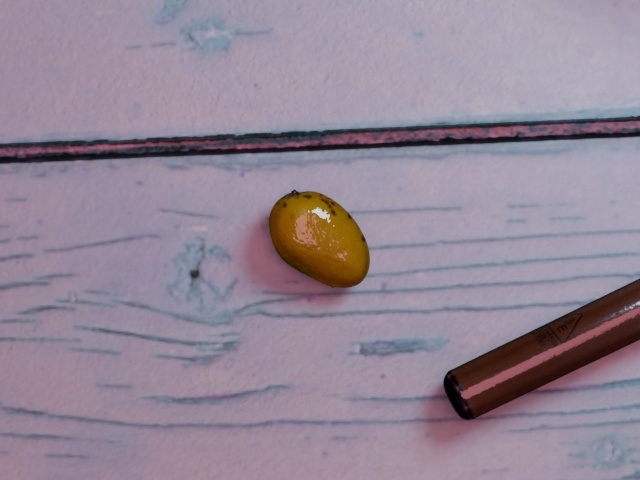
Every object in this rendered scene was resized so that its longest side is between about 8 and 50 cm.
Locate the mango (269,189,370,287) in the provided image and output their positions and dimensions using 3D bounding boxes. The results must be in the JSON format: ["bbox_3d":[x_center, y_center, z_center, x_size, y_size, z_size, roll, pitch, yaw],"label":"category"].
[{"bbox_3d":[0.000,0.000,1.649,0.114,0.057,0.079,44,75,-2],"label":"mango"}]

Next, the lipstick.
[{"bbox_3d":[0.288,0.080,1.665,0.357,0.057,0.057,-24,86,-7],"label":"lipstick"}]
